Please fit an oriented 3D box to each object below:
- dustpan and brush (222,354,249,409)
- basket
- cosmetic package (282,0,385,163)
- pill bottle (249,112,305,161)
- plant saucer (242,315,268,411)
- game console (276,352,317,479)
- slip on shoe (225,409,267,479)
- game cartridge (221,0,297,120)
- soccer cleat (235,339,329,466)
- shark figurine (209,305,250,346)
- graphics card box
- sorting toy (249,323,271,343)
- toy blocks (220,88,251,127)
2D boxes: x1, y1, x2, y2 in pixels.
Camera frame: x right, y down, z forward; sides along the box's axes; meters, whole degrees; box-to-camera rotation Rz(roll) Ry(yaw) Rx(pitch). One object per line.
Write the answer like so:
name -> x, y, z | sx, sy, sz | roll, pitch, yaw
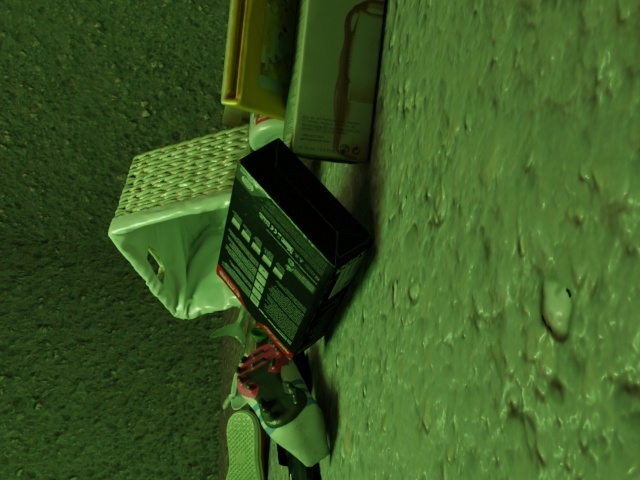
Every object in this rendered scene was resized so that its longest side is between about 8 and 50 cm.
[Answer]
dustpan and brush -> -0.236, 0.430, 2.192 | 0.211, 0.060, 0.147 | 109, 162, -51
basket -> -0.245, -0.039, 1.763 | 0.266, 0.331, 0.328 | -90, -20, -44
cosmetic package -> 0.019, -0.279, 1.279 | 0.153, 0.129, 0.296 | -149, 65, -80
pill bottle -> -0.069, -0.326, 1.682 | 0.161, 0.161, 0.283 | 117, 156, -63
plant saucer -> -0.190, 0.360, 2.275 | 0.310, 0.050, 0.310 | -174, 90, -80
game console -> -0.046, 0.395, 1.511 | 0.361, 0.044, 0.213 | -102, 19, -61
slip on shoe -> -0.186, 0.603, 2.018 | 0.101, 0.123, 0.331 | 6, -96, -68
game cartridge -> -0.047, -0.354, 1.376 | 0.324, 0.053, 0.285 | 1, -84, -57
soccer cleat -> -0.070, 0.297, 1.414 | 0.143, 0.116, 0.331 | 60, 175, -19
shark figurine -> -0.190, 0.145, 2.053 | 0.278, 0.116, 0.166 | -46, 27, 37
graphics card box -> -0.060, 0.029, 1.310 | 0.233, 0.094, 0.371 | 48, 152, 16
sorting toy -> -0.158, 0.259, 2.129 | 0.102, 0.061, 0.042 | -53, -25, -64
toy blocks -> -0.122, -0.447, 1.919 | 0.261, 0.191, 0.381 | 112, -177, -51
